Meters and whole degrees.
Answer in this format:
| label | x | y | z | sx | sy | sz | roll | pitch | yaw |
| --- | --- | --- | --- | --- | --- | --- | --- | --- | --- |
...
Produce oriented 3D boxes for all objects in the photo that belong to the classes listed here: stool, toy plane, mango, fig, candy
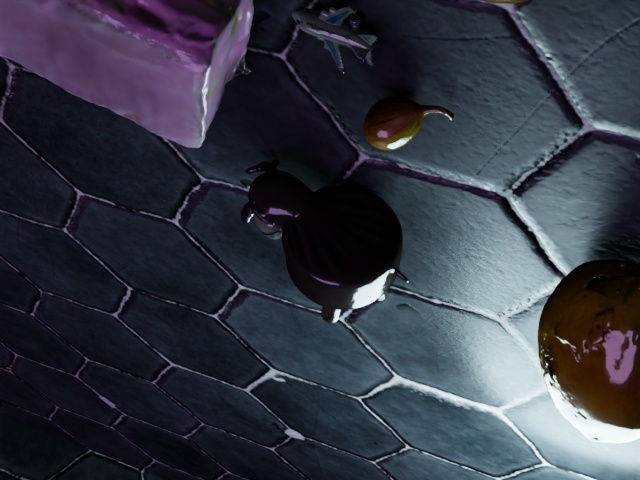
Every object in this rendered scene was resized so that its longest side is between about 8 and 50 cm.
| label | x | y | z | sx | sy | sz | roll | pitch | yaw |
| --- | --- | --- | --- | --- | --- | --- | --- | --- | --- |
| stool | 0.000 | 0.000 | 1.141 | 0.217 | 0.125 | 0.121 | 31 | 155 | 12 |
| toy plane | 0.014 | -0.183 | 0.914 | 0.083 | 0.033 | 0.080 | 29 | 153 | 10 |
| mango | 0.304 | 0.115 | 1.069 | 0.156 | 0.151 | 0.249 | -10 | 139 | 1 |
| fig | 0.080 | -0.111 | 0.970 | 0.083 | 0.050 | 0.050 | -11 | 137 | 24 |
| candy | -0.196 | -0.209 | 0.965 | 0.265 | 0.116 | 0.155 | 26 | 155 | 5 |

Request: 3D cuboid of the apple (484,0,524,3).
| label | x | y | z | sx | sy | sz | roll | pitch | yaw |
| --- | --- | --- | --- | --- | --- | --- | --- | --- | --- |
| apple | 0.124 | -0.215 | 0.701 | 0.102 | 0.099 | 0.114 | 26 | 127 | -11 |
